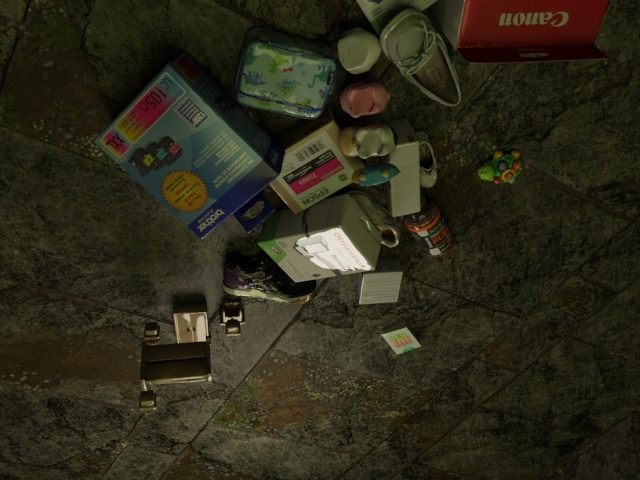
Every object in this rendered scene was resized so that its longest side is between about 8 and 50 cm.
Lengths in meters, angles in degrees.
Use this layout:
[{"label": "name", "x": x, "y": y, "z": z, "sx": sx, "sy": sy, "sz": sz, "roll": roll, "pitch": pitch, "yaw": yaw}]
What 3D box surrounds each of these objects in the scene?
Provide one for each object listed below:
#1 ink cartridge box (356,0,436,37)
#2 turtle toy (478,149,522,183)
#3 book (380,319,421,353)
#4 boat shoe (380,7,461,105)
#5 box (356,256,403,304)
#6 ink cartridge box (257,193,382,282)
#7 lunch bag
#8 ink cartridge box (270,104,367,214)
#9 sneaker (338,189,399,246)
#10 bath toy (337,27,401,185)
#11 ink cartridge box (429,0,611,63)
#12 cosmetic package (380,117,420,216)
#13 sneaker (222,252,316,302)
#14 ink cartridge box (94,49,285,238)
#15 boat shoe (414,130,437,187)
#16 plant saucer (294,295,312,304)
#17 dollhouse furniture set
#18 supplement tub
[{"label": "ink cartridge box", "x": 0.129, "y": -0.556, "z": 1.260, "sx": 0.154, "sy": 0.093, "sz": 0.212, "roll": -29, "pitch": 129, "yaw": 17}, {"label": "turtle toy", "x": 0.491, "y": -0.193, "z": 1.671, "sx": 0.130, "sy": 0.066, "sz": 0.095, "roll": -2, "pitch": 132, "yaw": -8}, {"label": "book", "x": 0.283, "y": 0.343, "z": 2.148, "sx": 0.096, "sy": 0.035, "sz": 0.144, "roll": -24, "pitch": 133, "yaw": 17}, {"label": "boat shoe", "x": 0.231, "y": -0.393, "z": 1.340, "sx": 0.118, "sy": 0.103, "sz": 0.320, "roll": -42, "pitch": 152, "yaw": 10}, {"label": "box", "x": 0.181, "y": 0.125, "z": 1.901, "sx": 0.126, "sy": 0.072, "sz": 0.137, "roll": -3, "pitch": 132, "yaw": -8}, {"label": "ink cartridge box", "x": 0.000, "y": 0.000, "z": 1.663, "sx": 0.272, "sy": 0.115, "sz": 0.198, "roll": -11, "pitch": 137, "yaw": 33}, {"label": "lunch bag", "x": -0.080, "y": -0.373, "z": 1.392, "sx": 0.218, "sy": 0.090, "sz": 0.176, "roll": 10, "pitch": 132, "yaw": -17}, {"label": "ink cartridge box", "x": -0.023, "y": -0.201, "z": 1.557, "sx": 0.234, "sy": 0.088, "sz": 0.193, "roll": -30, "pitch": 129, "yaw": 15}, {"label": "sneaker", "x": 0.138, "y": -0.062, "z": 1.710, "sx": 0.228, "sy": 0.092, "sz": 0.087, "roll": 28, "pitch": 124, "yaw": -29}, {"label": "bath toy", "x": 0.106, "y": -0.308, "z": 1.408, "sx": 0.151, "sy": 0.129, "sz": 0.348, "roll": 3, "pitch": 112, "yaw": 29}, {"label": "ink cartridge box", "x": 0.414, "y": -0.482, "z": 1.256, "sx": 0.309, "sy": 0.272, "sz": 0.130, "roll": -5, "pitch": 133, "yaw": -7}, {"label": "cosmetic package", "x": 0.207, "y": -0.187, "z": 1.592, "sx": 0.085, "sy": 0.117, "sz": 0.231, "roll": -13, "pitch": 132, "yaw": -1}, {"label": "sneaker", "x": -0.143, "y": 0.103, "z": 1.805, "sx": 0.283, "sy": 0.107, "sz": 0.124, "roll": 4, "pitch": 125, "yaw": -14}, {"label": "ink cartridge box", "x": -0.270, "y": -0.194, "z": 1.413, "sx": 0.270, "sy": 0.151, "sz": 0.395, "roll": -38, "pitch": 113, "yaw": 22}, {"label": "boat shoe", "x": 0.280, "y": -0.204, "z": 1.625, "sx": 0.066, "sy": 0.063, "sz": 0.184, "roll": -12, "pitch": 133, "yaw": 1}, {"label": "plant saucer", "x": -0.065, "y": 0.178, "z": 1.943, "sx": 0.083, "sy": 0.015, "sz": 0.083, "roll": -5, "pitch": 133, "yaw": -6}, {"label": "dollhouse furniture set", "x": -0.371, "y": 0.372, "z": 1.833, "sx": 0.303, "sy": 0.356, "sz": 0.174, "roll": -3, "pitch": 133, "yaw": -9}, {"label": "supplement tub", "x": 0.304, "y": -0.045, "z": 1.745, "sx": 0.106, "sy": 0.106, "sz": 0.198, "roll": -28, "pitch": 131, "yaw": 15}]
